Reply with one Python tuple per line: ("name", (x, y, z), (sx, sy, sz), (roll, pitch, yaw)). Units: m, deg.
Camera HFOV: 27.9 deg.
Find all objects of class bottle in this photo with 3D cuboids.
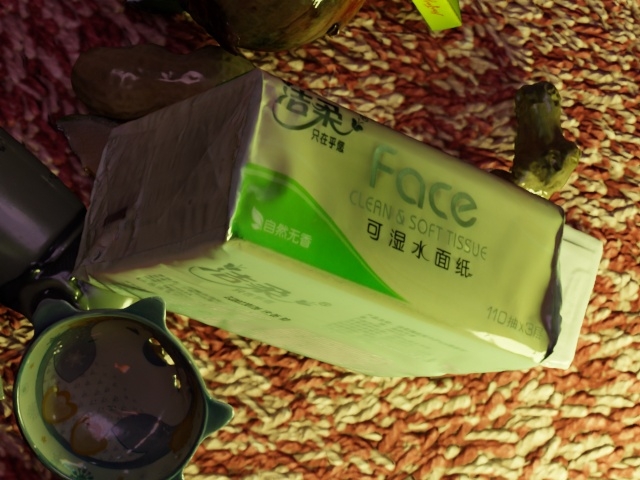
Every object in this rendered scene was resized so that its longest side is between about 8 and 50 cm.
("bottle", (-0.347, -0.016, 1.429), (0.347, 0.168, 0.168), (38, 71, -2))

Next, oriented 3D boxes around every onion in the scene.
("onion", (-0.067, -0.390, 1.498), (0.353, 0.353, 0.354), (3, 75, -11))

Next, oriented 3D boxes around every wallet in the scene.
("wallet", (0.281, 0.061, 1.611), (0.124, 0.032, 0.183), (23, 71, -8))

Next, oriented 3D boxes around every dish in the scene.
("dish", (-0.202, 0.155, 1.359), (0.227, 0.086, 0.236), (-6, 106, 5))

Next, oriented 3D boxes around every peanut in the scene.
("peanut", (-0.185, -0.194, 1.550), (0.227, 0.086, 0.104), (-1, 42, -13))

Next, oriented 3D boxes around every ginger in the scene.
("ginger", (0.248, -0.070, 1.616), (0.084, 0.122, 0.290), (46, 60, -41))

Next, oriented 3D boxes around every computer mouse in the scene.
("computer mouse", (-0.191, -0.316, 1.598), (0.135, 0.047, 0.079), (-7, 75, -28))

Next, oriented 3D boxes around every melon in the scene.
("melon", (-0.234, -0.094, 1.543), (0.098, 0.054, 0.182), (-34, 84, -3))

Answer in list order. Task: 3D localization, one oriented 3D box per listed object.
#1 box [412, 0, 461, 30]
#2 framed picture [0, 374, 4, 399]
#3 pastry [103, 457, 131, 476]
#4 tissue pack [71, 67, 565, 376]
("box", (0.119, -0.453, 1.636), (0.047, 0.187, 0.335), (-10, 76, 16))
("framed picture", (-0.492, 0.070, 1.271), (0.324, 0.020, 0.241), (-10, 86, -22))
("pastry", (-0.219, 0.311, 1.409), (0.156, 0.092, 0.156), (1, 74, -5))
("tissue pack", (0.000, 0.000, 1.344), (0.404, 0.331, 0.205), (23, 68, -31))
